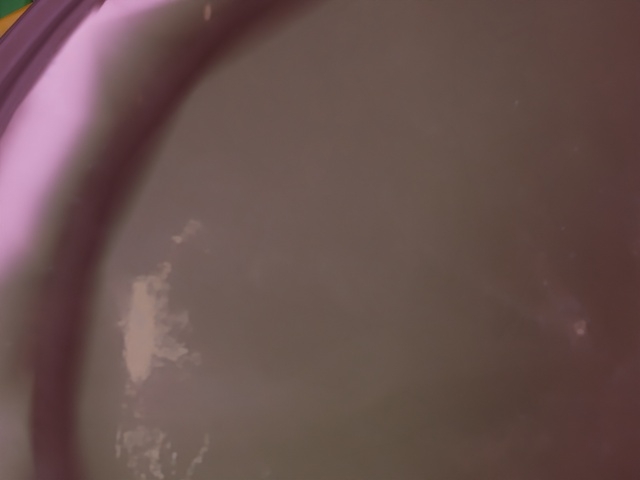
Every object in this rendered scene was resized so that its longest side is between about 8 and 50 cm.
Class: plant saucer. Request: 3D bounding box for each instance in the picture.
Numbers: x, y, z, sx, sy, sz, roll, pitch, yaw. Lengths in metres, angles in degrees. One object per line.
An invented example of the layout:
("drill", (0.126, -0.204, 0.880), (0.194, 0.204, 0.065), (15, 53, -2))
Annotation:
("plant saucer", (0.049, 0.029, 0.344), (0.278, 0.041, 0.278), (0, 66, 1))

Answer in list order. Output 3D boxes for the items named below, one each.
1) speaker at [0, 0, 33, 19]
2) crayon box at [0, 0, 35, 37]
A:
("speaker", (-0.246, -0.085, 0.642), (0.296, 0.131, 0.131), (1, 43, 24))
("crayon box", (0.000, 0.000, 0.469), (0.323, 0.083, 0.203), (-28, 39, -11))
